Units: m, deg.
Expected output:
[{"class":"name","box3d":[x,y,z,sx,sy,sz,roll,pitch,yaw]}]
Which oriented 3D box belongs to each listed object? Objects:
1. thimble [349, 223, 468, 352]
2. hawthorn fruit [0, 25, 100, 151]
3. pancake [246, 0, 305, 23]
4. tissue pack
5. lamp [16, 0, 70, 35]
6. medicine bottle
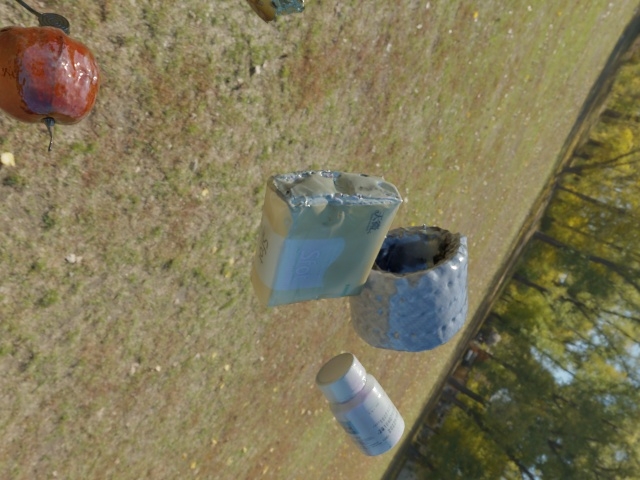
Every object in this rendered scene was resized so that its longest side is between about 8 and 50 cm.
[{"class":"thimble","box3d":[0.168,0.079,0.886,0.246,0.217,0.157,-23,121,-31]},{"class":"hawthorn fruit","box3d":[-0.628,-0.340,1.083,0.242,0.242,0.271,3,83,-66]},{"class":"pancake","box3d":[-0.101,-0.293,0.409,0.057,0.244,0.266,-39,127,13]},{"class":"tissue pack","box3d":[0.000,0.000,0.708,0.186,0.090,0.222,-3,138,-23]},{"class":"lamp","box3d":[-0.743,-0.619,1.080,0.108,0.371,0.130,-47,-179,45]},{"class":"medicine bottle","box3d":[0.037,0.154,0.447,0.052,0.089,0.052,-32,-168,8]}]
